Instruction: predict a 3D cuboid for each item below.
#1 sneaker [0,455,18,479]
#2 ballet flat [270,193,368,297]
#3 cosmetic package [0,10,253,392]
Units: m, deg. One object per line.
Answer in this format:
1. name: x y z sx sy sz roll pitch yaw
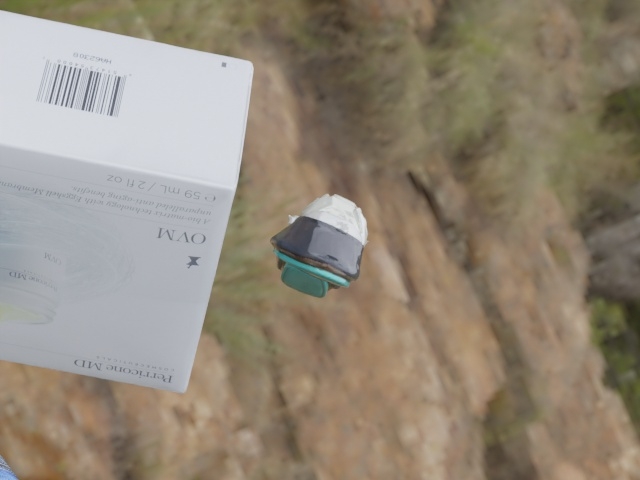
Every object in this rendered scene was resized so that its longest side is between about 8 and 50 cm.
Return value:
1. sneaker: -0.126 0.125 0.576 0.052 0.058 0.135 12 92 -38
2. ballet flat: 0.000 0.000 1.384 0.203 0.074 0.074 124 -57 -84
3. cosmetic package: -0.181 -0.025 1.320 0.224 0.224 0.138 106 -8 -46
